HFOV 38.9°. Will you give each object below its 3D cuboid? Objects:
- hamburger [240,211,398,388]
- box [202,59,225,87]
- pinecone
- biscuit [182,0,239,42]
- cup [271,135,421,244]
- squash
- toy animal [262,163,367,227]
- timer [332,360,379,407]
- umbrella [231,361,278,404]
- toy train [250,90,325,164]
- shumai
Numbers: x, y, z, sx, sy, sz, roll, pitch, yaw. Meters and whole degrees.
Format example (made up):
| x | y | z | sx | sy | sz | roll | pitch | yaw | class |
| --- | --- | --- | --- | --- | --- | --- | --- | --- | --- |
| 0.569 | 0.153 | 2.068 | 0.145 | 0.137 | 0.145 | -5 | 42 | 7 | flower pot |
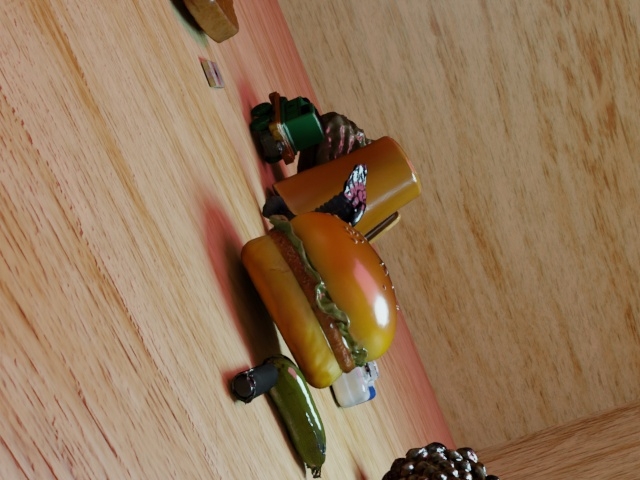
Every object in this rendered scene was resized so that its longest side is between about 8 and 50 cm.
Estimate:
| x | y | z | sx | sy | sz | roll | pitch | yaw | class |
| --- | --- | --- | --- | --- | --- | --- | --- | --- | --- |
| 0.010 | 0.067 | 1.211 | 0.246 | 0.170 | 0.246 | 62 | -7 | 13 | hamburger |
| -0.178 | -0.276 | 1.510 | 0.083 | 0.012 | 0.046 | -63 | 133 | -80 | box |
| 0.187 | 0.458 | 1.528 | 0.221 | 0.222 | 0.221 | -20 | 90 | -83 | pinecone |
| -0.238 | -0.537 | 1.539 | 0.349 | 0.078 | 0.455 | 54 | 17 | -56 | biscuit |
| 0.052 | -0.062 | 1.696 | 0.182 | 0.264 | 0.226 | 56 | -6 | 45 | cup |
| -0.028 | 0.221 | 1.143 | 0.052 | 0.052 | 0.183 | -90 | 161 | -70 | squash |
| -0.006 | 0.002 | 1.506 | 0.160 | 0.272 | 0.197 | 18 | -35 | 51 | toy animal |
| 0.040 | 0.174 | 1.652 | 0.178 | 0.078 | 0.253 | 37 | 33 | -78 | timer |
| -0.073 | 0.161 | 1.026 | 0.133 | 0.031 | 0.036 | 19 | 49 | -80 | umbrella |
| -0.060 | -0.227 | 1.768 | 0.227 | 0.136 | 0.091 | -92 | 161 | -61 | toy train |
| 0.060 | -0.128 | 1.859 | 0.189 | 0.218 | 0.255 | 175 | -79 | -85 | shumai |
